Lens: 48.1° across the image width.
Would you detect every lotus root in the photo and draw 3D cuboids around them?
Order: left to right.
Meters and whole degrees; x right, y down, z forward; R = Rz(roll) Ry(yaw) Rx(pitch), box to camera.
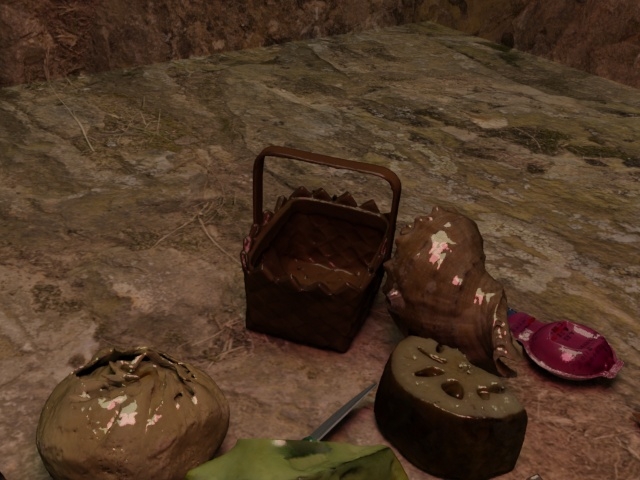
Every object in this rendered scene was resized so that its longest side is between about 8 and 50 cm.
[{"bbox_3d":[0.175,0.245,1.049,0.138,0.119,0.235,-25,42,-37],"label":"lotus root"}]

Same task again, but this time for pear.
[{"bbox_3d":[-0.036,0.346,0.783,0.176,0.286,0.282,-8,-6,-45],"label":"pear"}]

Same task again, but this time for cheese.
[{"bbox_3d":[0.397,0.174,1.240,0.244,0.062,0.155,24,36,34],"label":"cheese"}]

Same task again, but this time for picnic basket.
[{"bbox_3d":[0.000,0.000,1.266,0.254,0.321,0.291,14,35,13],"label":"picnic basket"}]

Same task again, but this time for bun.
[{"bbox_3d":[-0.262,0.229,0.987,0.259,0.152,0.259,1,22,-1],"label":"bun"}]

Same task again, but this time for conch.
[{"bbox_3d":[0.204,0.103,1.185,0.186,0.263,0.324,-18,48,6],"label":"conch"}]

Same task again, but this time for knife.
[{"bbox_3d":[-0.002,0.285,1.042,0.260,0.063,0.035,-32,84,-45],"label":"knife"}]

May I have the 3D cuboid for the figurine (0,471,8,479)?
[{"bbox_3d":[-0.456,0.361,0.748,0.281,0.167,0.370,-35,10,29],"label":"figurine"}]

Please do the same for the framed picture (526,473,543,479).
[{"bbox_3d":[0.291,0.402,0.703,0.016,0.213,0.289,-21,35,-9],"label":"framed picture"}]

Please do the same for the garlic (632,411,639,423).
[{"bbox_3d":[0.630,0.283,1.058,0.266,0.128,0.148,5,41,-15],"label":"garlic"}]
